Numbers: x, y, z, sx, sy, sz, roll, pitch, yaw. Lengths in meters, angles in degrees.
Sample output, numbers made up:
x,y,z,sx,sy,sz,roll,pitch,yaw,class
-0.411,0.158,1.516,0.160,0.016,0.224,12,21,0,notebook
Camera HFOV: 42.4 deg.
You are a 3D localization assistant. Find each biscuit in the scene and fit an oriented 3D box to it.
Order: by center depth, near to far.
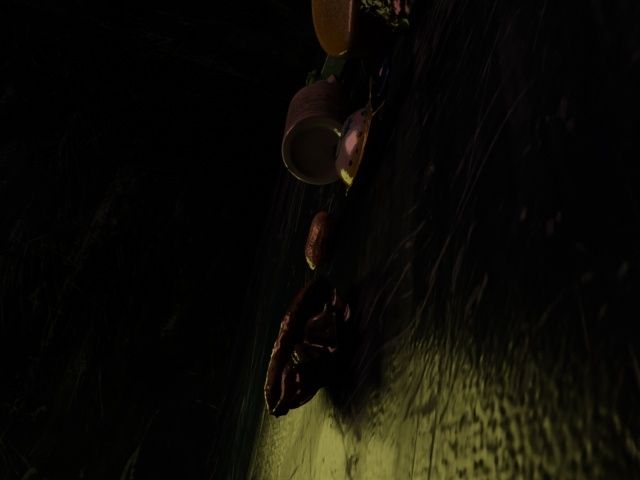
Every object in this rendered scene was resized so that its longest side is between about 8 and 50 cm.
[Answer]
x,y,z,sx,sy,sz,roll,pitch,yaw,class
-0.030,0.152,1.200,0.220,0.033,0.220,17,-90,-75,biscuit

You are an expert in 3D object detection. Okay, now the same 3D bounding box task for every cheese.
x,y,z,sx,sy,sz,roll,pitch,yaw,class
0.073,-0.187,1.349,0.156,0.064,0.250,-85,12,-53,cheese

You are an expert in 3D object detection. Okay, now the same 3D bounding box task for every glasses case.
x,y,z,sx,sy,sz,roll,pitch,yaw,class
0.076,-0.533,1.571,0.173,0.141,0.371,22,114,53,glasses case

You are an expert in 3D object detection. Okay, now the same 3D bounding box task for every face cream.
x,y,z,sx,sy,sz,roll,pitch,yaw,class
0.002,-0.253,1.728,0.369,0.145,0.145,-86,15,-63,face cream

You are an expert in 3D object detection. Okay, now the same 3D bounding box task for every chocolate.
x,y,z,sx,sy,sz,roll,pitch,yaw,class
0.091,-0.476,1.411,0.206,0.177,0.224,110,174,-49,chocolate

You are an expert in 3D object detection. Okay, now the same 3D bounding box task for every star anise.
x,y,z,sx,sy,sz,roll,pitch,yaw,class
-0.005,0.157,1.098,0.180,0.061,0.204,-47,-18,-55,star anise

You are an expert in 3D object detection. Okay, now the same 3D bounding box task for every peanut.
x,y,z,sx,sy,sz,roll,pitch,yaw,class
0.000,0.000,1.521,0.054,0.054,0.113,131,153,-72,peanut

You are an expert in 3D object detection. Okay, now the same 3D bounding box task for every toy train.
x,y,z,sx,sy,sz,roll,pitch,yaw,class
0.045,-0.440,2.040,0.157,0.105,0.253,-28,-42,-82,toy train
